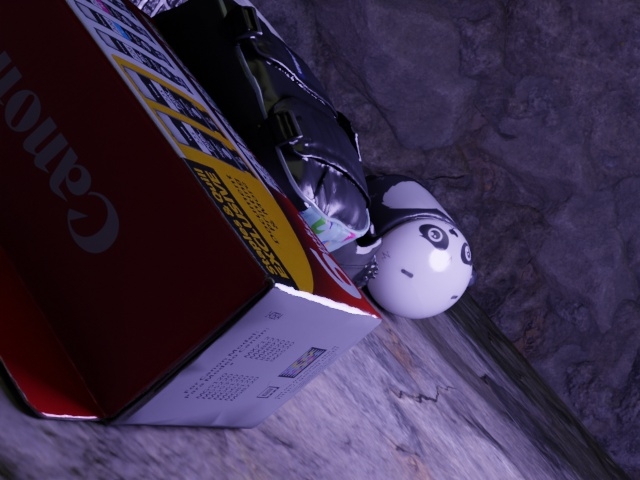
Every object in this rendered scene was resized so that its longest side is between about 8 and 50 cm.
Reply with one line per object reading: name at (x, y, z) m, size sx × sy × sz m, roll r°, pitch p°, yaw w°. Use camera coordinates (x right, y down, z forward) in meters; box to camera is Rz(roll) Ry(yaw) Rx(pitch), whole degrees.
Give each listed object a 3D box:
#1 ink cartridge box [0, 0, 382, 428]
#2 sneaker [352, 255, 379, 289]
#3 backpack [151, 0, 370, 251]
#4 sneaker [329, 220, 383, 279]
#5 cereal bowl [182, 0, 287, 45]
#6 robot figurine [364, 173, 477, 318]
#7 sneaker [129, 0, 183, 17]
ink cartridge box at (-0.133, -0.041, 0.692) m, size 0.309 × 0.130 × 0.272 m, roll 52°, pitch 10°, yaw 19°
sneaker at (0.000, 0.000, 1.367) m, size 0.237 × 0.085 × 0.086 m, roll 40°, pitch 21°, yaw -53°
backpack at (-0.065, -0.077, 0.959) m, size 0.253 × 0.191 × 0.225 m, roll 11°, pitch 54°, yaw -66°
sneaker at (-0.038, -0.035, 1.178) m, size 0.286 × 0.130 × 0.109 m, roll 38°, pitch 16°, yaw -49°
cereal bowl at (-0.151, -0.344, 1.965) m, size 0.339 × 0.141 × 0.339 m, roll 48°, pitch 9°, yaw -10°
robot figurine at (0.128, 0.001, 1.722) m, size 0.278 × 0.209 × 0.173 m, roll -119°, pitch -164°, yaw -56°
sneaker at (-0.236, -0.299, 1.504) m, size 0.121 × 0.111 × 0.300 m, roll 42°, pitch -2°, yaw 28°
